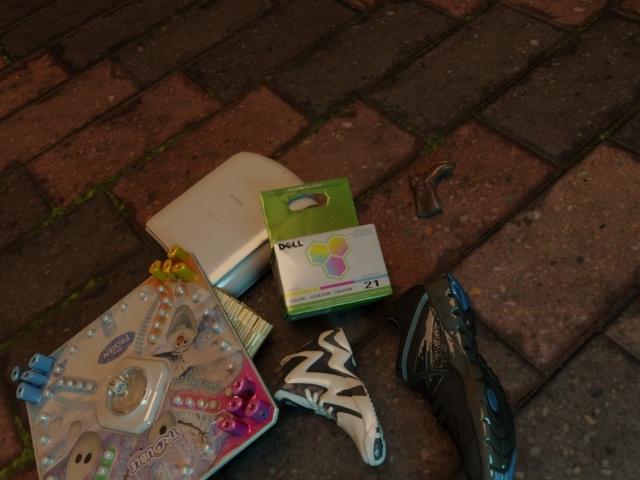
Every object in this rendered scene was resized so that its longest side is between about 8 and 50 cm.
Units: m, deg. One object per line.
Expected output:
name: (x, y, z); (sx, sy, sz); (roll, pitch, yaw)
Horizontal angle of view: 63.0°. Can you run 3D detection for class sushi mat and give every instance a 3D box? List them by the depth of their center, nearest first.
sushi mat: (-0.225, 0.236, 0.890); (0.151, 0.019, 0.317); (30, 75, 8)

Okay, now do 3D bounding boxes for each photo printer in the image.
photo printer: (-0.168, -0.042, 1.074); (0.307, 0.107, 0.256); (-40, 58, -16)

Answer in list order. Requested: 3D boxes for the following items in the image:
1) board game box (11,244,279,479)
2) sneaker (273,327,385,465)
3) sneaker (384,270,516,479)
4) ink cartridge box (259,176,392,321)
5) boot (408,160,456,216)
board game box: (-0.309, 0.241, 0.835); (0.390, 0.050, 0.390); (-38, 51, -2)
sneaker: (0.002, 0.263, 0.835); (0.153, 0.094, 0.235); (-22, 54, -1)
sneaker: (0.201, 0.223, 0.826); (0.139, 0.125, 0.341); (-27, 51, 24)
ink cartridge box: (0.000, 0.000, 0.944); (0.188, 0.097, 0.255); (-11, 76, -11)
boot: (0.239, -0.104, 1.072); (0.106, 0.037, 0.114); (-20, 50, 15)
